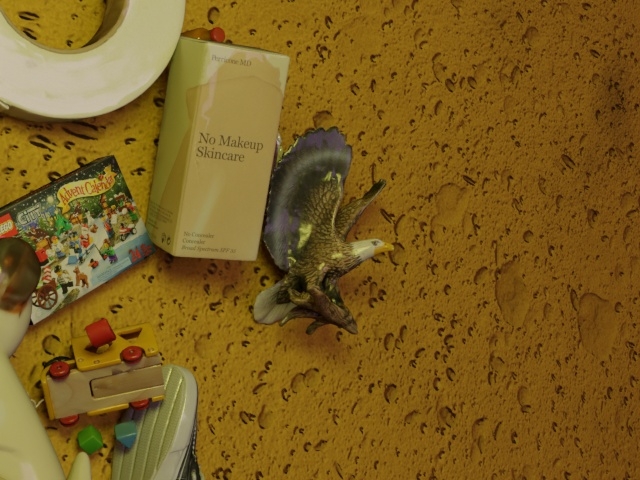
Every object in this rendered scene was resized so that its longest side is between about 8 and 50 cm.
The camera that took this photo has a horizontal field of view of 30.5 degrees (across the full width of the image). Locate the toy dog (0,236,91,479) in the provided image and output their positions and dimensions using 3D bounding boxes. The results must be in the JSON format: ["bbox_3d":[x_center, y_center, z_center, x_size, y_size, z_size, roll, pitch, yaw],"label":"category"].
[{"bbox_3d":[-0.435,0.185,1.401,0.395,0.284,0.408,1,81,-38],"label":"toy dog"}]

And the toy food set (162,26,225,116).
[{"bbox_3d":[-0.168,-0.208,1.820,0.111,0.104,0.232,8,80,-43],"label":"toy food set"}]

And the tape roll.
[{"bbox_3d":[-0.371,-0.354,1.624,0.392,0.072,0.392,1,89,-35],"label":"tape roll"}]

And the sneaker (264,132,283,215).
[{"bbox_3d":[-0.101,-0.124,1.906,0.071,0.068,0.170,-11,94,-38],"label":"sneaker"}]

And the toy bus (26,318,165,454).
[{"bbox_3d":[-0.316,0.181,1.637,0.202,0.104,0.191,34,106,-33],"label":"toy bus"}]

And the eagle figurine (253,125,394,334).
[{"bbox_3d":[0.011,0.000,1.917,0.225,0.226,0.298,6,60,-18],"label":"eagle figurine"}]

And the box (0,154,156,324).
[{"bbox_3d":[-0.357,-0.003,1.659,0.233,0.044,0.159,-35,110,-41],"label":"box"}]

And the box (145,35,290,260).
[{"bbox_3d":[-0.155,-0.136,1.738,0.148,0.121,0.311,3,102,-30],"label":"box"}]

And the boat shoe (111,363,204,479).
[{"bbox_3d":[-0.232,0.349,1.712,0.119,0.121,0.335,20,82,-49],"label":"boat shoe"}]
